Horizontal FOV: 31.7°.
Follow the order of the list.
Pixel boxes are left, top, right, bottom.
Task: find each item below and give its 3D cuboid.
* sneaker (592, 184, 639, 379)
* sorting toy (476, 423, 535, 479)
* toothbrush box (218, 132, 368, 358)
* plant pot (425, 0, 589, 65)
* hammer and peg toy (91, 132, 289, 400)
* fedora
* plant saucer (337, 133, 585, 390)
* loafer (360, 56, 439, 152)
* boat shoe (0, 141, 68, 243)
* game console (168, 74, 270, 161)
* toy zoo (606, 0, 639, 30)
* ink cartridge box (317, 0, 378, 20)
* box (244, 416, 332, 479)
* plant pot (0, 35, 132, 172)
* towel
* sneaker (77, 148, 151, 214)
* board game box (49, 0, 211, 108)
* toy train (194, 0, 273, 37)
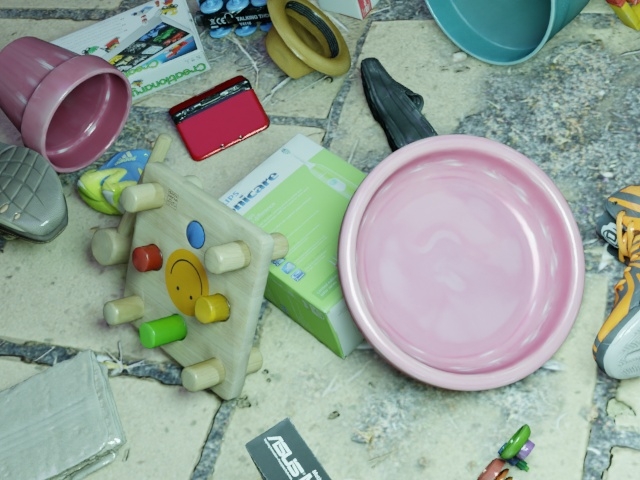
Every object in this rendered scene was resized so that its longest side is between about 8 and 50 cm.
[{"bbox_3d":[0.414,0.042,1.462,0.321,0.124,0.180,-37,46,-27],"label":"sneaker"},{"bbox_3d":[0.233,0.270,1.363,0.042,0.061,0.102,39,107,8],"label":"sorting toy"},{"bbox_3d":[0.000,0.000,1.612,0.206,0.122,0.283,-42,53,-18],"label":"toothbrush box"},{"bbox_3d":[0.337,-0.456,1.794,0.255,0.271,0.272,-35,49,-29],"label":"plant pot"},{"bbox_3d":[-0.212,0.024,1.569,0.127,0.265,0.361,-14,37,-44],"label":"hammer and peg toy"},{"bbox_3d":[-0.036,-0.332,1.896,0.079,0.194,0.194,-44,41,31],"label":"fedora"},{"bbox_3d":[0.177,0.031,1.467,0.332,0.084,0.332,2,79,-13],"label":"plant saucer"},{"bbox_3d":[0.124,-0.209,1.776,0.078,0.076,0.223,-20,54,-6],"label":"loafer"},{"bbox_3d":[-0.504,-0.077,1.832,0.132,0.130,0.355,-39,46,-19],"label":"boat shoe"},{"bbox_3d":[-0.172,-0.208,1.906,0.144,0.085,0.124,-26,18,-5],"label":"game console"},{"bbox_3d":[0.495,-0.444,1.718,0.030,0.293,0.192,35,95,36],"label":"toy zoo"},{"bbox_3d":[0.068,-0.464,2.006,0.099,0.056,0.135,24,63,31],"label":"ink cartridge box"},{"bbox_3d":[0.023,0.346,1.226,0.060,0.270,0.216,-30,49,-10],"label":"box"},{"bbox_3d":[-0.444,-0.241,1.871,0.180,0.201,0.201,36,69,21],"label":"plant pot"},{"bbox_3d":[-0.414,0.278,1.569,0.282,0.049,0.187,-24,48,-1],"label":"towel"},{"bbox_3d":[-0.276,-0.088,1.791,0.240,0.091,0.126,22,61,32],"label":"sneaker"},{"bbox_3d":[-0.365,-0.327,2.036,0.305,0.053,0.193,-22,50,0],"label":"board game box"},{"bbox_3d":[-0.134,-0.421,2.027,0.184,0.080,0.105,-4,42,18],"label":"toy train"}]
